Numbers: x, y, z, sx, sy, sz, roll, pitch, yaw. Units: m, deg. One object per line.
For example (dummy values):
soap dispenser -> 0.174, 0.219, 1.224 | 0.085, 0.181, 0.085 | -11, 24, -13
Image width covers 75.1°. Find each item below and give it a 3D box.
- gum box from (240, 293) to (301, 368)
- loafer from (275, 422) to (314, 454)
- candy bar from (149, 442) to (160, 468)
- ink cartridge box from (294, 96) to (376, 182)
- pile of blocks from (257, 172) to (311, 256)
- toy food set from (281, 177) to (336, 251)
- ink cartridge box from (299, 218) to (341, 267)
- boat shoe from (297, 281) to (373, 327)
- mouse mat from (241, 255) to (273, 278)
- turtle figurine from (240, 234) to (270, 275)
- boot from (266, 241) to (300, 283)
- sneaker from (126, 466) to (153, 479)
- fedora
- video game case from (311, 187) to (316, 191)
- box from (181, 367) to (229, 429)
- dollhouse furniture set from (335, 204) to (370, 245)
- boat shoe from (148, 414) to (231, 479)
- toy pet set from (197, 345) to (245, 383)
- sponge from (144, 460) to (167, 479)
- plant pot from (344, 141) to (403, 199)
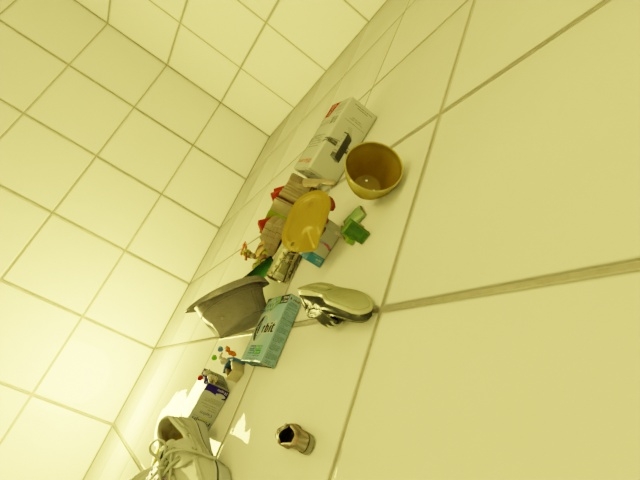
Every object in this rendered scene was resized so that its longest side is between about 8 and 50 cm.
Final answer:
gum box -> -0.130, 0.236, 1.088 | 0.157, 0.041, 0.185 | -24, 38, 59
loafer -> -0.055, 0.346, 0.739 | 0.125, 0.039, 0.045 | -24, 39, 58
candy bar -> -0.556, 0.719, 1.432 | 0.040, 0.018, 0.162 | -49, 20, 26
ink cartridge box -> 0.043, -0.328, 1.415 | 0.273, 0.114, 0.197 | -58, 20, -2
pile of blocks -> -0.134, -0.101, 1.398 | 0.362, 0.112, 0.149 | -63, 0, -45
toy food set -> -0.015, -0.054, 1.071 | 0.128, 0.071, 0.218 | 2, 62, 37
ink cartridge box -> 0.000, 0.000, 1.114 | 0.123, 0.052, 0.088 | -58, 20, 4
boat shoe -> 0.031, 0.136, 0.832 | 0.233, 0.083, 0.079 | 2, 100, 61
mouse mat -> -0.206, 0.114, 1.323 | 0.152, 0.007, 0.190 | -39, -10, -9
turtle figurine -> -0.217, 0.051, 1.516 | 0.269, 0.087, 0.218 | -34, 34, 33
boot -> -0.090, 0.043, 1.230 | 0.165, 0.077, 0.213 | -63, 13, -18
sneaker -> -0.553, 0.800, 1.182 | 0.114, 0.152, 0.305 | -65, -9, 29
fedora -> -0.257, 0.211, 1.232 | 0.275, 0.243, 0.125 | -33, 74, 29
video game case -> -0.042, -0.149, 1.506 | 0.087, 0.011, 0.122 | -50, 21, 23
box -> -0.333, 0.461, 1.197 | 0.137, 0.072, 0.126 | -61, 19, -8
dollhouse furniture set -> 0.070, -0.044, 1.001 | 0.076, 0.058, 0.152 | -52, 20, 17
boat shoe -> -0.317, 0.499, 0.935 | 0.136, 0.156, 0.367 | -59, 27, -4
toy pet set -> -0.265, 0.337, 1.157 | 0.122, 0.114, 0.065 | -53, 29, 13
sponge -> -0.460, 0.681, 1.061 | 0.210, 0.031, 0.117 | -60, 18, -14
plant pot -> 0.116, -0.148, 0.973 | 0.095, 0.134, 0.134 | 101, -170, -65
